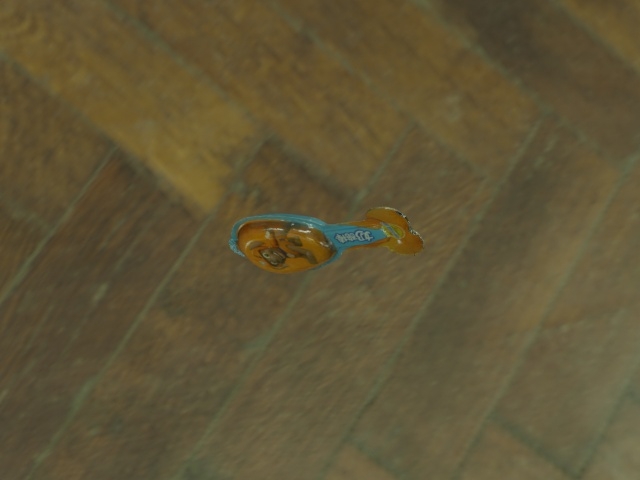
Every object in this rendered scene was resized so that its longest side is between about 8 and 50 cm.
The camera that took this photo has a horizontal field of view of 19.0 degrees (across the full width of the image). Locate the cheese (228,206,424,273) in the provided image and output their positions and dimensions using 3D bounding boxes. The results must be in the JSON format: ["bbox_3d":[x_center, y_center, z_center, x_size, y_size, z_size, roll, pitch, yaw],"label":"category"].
[{"bbox_3d":[0.000,-0.001,0.953,0.047,0.111,0.017,47,48,-41],"label":"cheese"}]
